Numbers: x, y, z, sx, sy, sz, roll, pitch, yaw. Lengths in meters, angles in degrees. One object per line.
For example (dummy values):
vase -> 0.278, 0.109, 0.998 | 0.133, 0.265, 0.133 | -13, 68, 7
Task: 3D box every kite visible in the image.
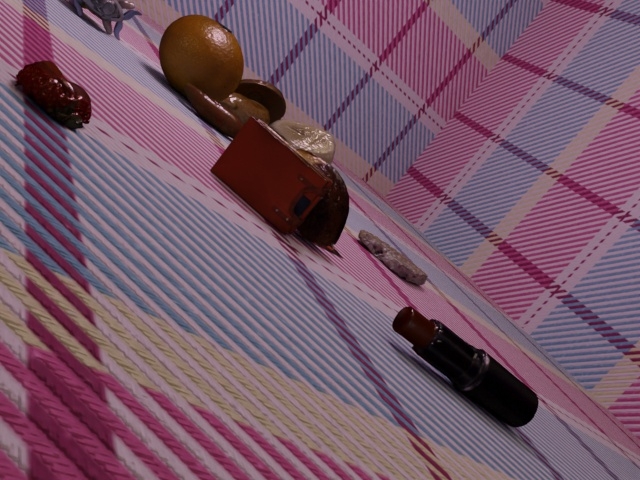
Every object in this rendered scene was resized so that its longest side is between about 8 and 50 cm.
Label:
kite -> 0.001, -0.001, 1.357 | 0.125, 0.008, 0.222 | 40, 10, -10

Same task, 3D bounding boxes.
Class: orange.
orange -> -0.312, -0.477, 1.730 | 0.236, 0.236, 0.236 | 38, 10, -8

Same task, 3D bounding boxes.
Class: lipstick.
lipstick -> 0.238, 0.207, 1.078 | 0.300, 0.081, 0.081 | 38, 10, -19

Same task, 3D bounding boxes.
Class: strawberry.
strawberry -> -0.337, -0.196, 0.845 | 0.104, 0.048, 0.152 | 36, 13, -41

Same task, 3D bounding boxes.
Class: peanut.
peanut -> -0.233, -0.383, 1.967 | 0.108, 0.095, 0.226 | 27, 8, 24

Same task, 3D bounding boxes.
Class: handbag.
handbag -> -0.086, -0.114, 1.179 | 0.190, 0.127, 0.063 | 41, 11, 9

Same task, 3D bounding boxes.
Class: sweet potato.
sweet potato -> -0.243, -0.300, 1.656 | 0.255, 0.058, 0.078 | 39, -12, -27

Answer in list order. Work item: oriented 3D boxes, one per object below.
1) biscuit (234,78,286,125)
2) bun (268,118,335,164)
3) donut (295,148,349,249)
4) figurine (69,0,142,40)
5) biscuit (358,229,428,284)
biscuit -> -0.206, -0.435, 2.061 | 0.208, 0.181, 0.049 | 29, 42, -33
bun -> -0.068, -0.266, 1.920 | 0.220, 0.134, 0.220 | 14, 30, -9
donut -> -0.042, -0.094, 1.251 | 0.217, 0.141, 0.085 | 34, 17, 14
figurine -> -0.574, -0.625, 1.703 | 0.208, 0.128, 0.184 | 42, 3, -45
biscuit -> 0.199, 0.052, 1.764 | 0.265, 0.040, 0.188 | 34, 11, -25
